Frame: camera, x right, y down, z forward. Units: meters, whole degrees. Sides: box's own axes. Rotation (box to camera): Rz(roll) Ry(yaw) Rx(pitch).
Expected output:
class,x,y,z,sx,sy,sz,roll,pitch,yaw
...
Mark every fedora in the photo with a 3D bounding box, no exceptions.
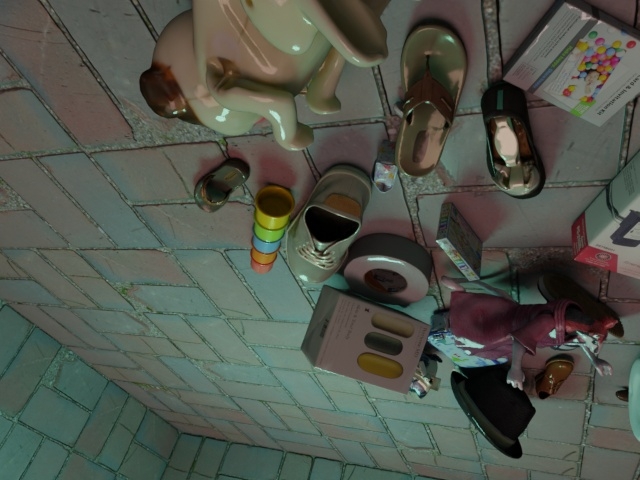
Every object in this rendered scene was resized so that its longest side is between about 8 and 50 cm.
class,x,y,z,sx,sy,sz,roll,pitch,yaw
fedora,0.566,0.512,1.598,0.334,0.334,0.152,38,109,-26

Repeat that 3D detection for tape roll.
class,x,y,z,sx,sy,sz,roll,pitch,yaw
tape roll,0.173,0.078,1.307,0.220,0.072,0.219,11,143,9

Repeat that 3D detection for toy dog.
class,x,y,z,sx,sy,sz,roll,pitch,yaw
toy dog,-0.113,-0.307,0.753,0.396,0.284,0.408,35,143,-21

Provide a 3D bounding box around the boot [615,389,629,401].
class,x,y,z,sx,sy,sz,roll,pitch,yaw
boot,0.935,0.435,1.477,0.107,0.037,0.114,2,146,0

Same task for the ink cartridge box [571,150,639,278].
class,x,y,z,sx,sy,sz,roll,pitch,yaw
ink cartridge box,0.610,-0.039,0.939,0.172,0.100,0.237,16,144,2

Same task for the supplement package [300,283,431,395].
class,x,y,z,sx,sy,sz,roll,pitch,yaw
supplement package,0.115,0.261,1.371,0.263,0.199,0.198,20,178,-12

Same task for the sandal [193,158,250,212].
class,x,y,z,sx,sy,sz,roll,pitch,yaw
sandal,-0.247,-0.121,1.235,0.090,0.060,0.219,37,140,-24

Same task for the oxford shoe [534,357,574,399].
class,x,y,z,sx,sy,sz,roll,pitch,yaw
oxford shoe,0.704,0.418,1.525,0.076,0.076,0.212,12,142,11

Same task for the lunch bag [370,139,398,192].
class,x,y,z,sx,sy,sz,roll,pitch,yaw
lunch bag,0.132,-0.147,1.028,0.053,0.071,0.083,11,144,7

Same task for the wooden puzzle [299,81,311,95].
class,x,y,z,sx,sy,sz,roll,pitch,yaw
wooden puzzle,-0.060,-0.305,0.952,0.117,0.014,0.078,4,142,19

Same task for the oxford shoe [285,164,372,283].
class,x,y,z,sx,sy,sz,roll,pitch,yaw
oxford shoe,0.000,0.000,1.234,0.169,0.130,0.449,20,145,-5

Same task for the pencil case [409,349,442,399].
class,x,y,z,sx,sy,sz,roll,pitch,yaw
pencil case,0.176,0.345,1.579,0.411,0.159,0.183,29,158,-15

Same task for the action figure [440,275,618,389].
class,x,y,z,sx,sy,sz,roll,pitch,yaw
action figure,0.483,0.184,1.146,0.248,0.275,0.370,2,165,-32

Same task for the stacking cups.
class,x,y,z,sx,sy,sz,roll,pitch,yaw
stacking cups,-0.129,-0.013,1.313,0.096,0.095,0.316,18,148,1

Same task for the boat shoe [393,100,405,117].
class,x,y,z,sx,sy,sz,roll,pitch,yaw
boat shoe,0.171,-0.221,0.948,0.100,0.035,0.035,25,141,-21

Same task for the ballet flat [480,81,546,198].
class,x,y,z,sx,sy,sz,roll,pitch,yaw
ballet flat,0.341,-0.148,0.916,0.095,0.096,0.280,-9,137,31

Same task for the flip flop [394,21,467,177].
class,x,y,z,sx,sy,sz,roll,pitch,yaw
flip flop,0.180,-0.223,0.865,0.113,0.080,0.276,8,126,4

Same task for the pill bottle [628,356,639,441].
class,x,y,z,sx,sy,sz,roll,pitch,yaw
pill bottle,1.017,0.425,1.271,0.393,0.223,0.224,3,141,19

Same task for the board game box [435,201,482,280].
class,x,y,z,sx,sy,sz,roll,pitch,yaw
board game box,0.310,0.004,1.123,0.026,0.103,0.154,-17,131,39

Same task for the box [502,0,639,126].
class,x,y,z,sx,sy,sz,roll,pitch,yaw
box,0.402,-0.270,0.779,0.186,0.038,0.145,23,144,-8

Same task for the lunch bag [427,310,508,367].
class,x,y,z,sx,sy,sz,roll,pitch,yaw
lunch bag,0.426,0.281,1.453,0.176,0.090,0.219,-19,131,36

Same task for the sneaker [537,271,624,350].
class,x,y,z,sx,sy,sz,roll,pitch,yaw
sneaker,0.589,0.185,1.246,0.282,0.099,0.153,30,141,-21
